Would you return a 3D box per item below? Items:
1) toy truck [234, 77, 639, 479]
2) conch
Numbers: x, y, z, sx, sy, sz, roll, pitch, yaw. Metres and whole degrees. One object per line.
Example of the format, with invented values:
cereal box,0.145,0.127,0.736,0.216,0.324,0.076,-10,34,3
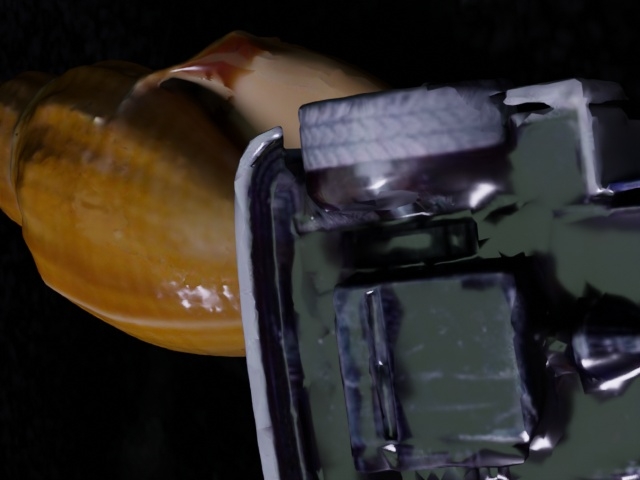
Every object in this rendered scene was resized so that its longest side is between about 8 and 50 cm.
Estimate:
toy truck,0.128,0.014,0.402,0.268,0.155,0.124,-6,92,30
conch,0.001,0.002,0.652,0.330,0.093,0.109,23,73,22
